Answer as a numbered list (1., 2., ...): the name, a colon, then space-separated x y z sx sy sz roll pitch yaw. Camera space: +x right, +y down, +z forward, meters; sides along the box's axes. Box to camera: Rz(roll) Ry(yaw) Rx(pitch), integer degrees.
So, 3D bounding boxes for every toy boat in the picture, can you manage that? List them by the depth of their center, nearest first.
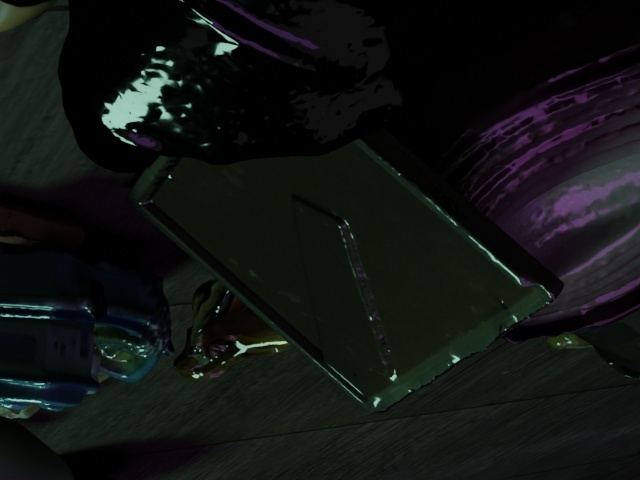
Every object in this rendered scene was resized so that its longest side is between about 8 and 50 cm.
1. toy boat: -0.159 0.066 1.260 0.109 0.098 0.238 2 174 15

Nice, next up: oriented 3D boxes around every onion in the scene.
1. onion: 0.168 -0.067 1.057 0.284 0.120 0.227 -23 145 9

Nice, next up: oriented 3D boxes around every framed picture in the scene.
1. framed picture: 0.000 0.000 1.052 0.019 0.209 0.281 -50 -176 -23

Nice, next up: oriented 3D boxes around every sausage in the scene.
1. sausage: -0.181 -0.010 1.152 0.026 0.026 0.116 -22 163 26

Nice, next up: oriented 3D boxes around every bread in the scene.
1. bread: 0.250 0.083 1.802 0.088 0.033 0.049 -4 176 -19

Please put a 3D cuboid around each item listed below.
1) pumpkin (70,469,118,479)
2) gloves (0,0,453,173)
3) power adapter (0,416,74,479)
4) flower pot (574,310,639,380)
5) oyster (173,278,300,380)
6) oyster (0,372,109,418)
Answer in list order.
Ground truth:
1. pumpkin: -0.265 0.314 1.907 0.233 0.163 0.233 -7 153 -4
2. gloves: -0.050 -0.102 0.784 0.197 0.152 0.301 16 174 -5
3. power adapter: -0.302 0.226 1.562 0.187 0.124 0.255 -52 162 -2
4. flower pot: 0.213 0.011 1.357 0.157 0.157 0.107 -27 146 38
5. oyster: -0.008 -0.004 1.226 0.129 0.078 0.345 -6 154 -37
6. oyster: -0.197 0.092 1.397 0.133 0.072 0.209 -17 166 19
